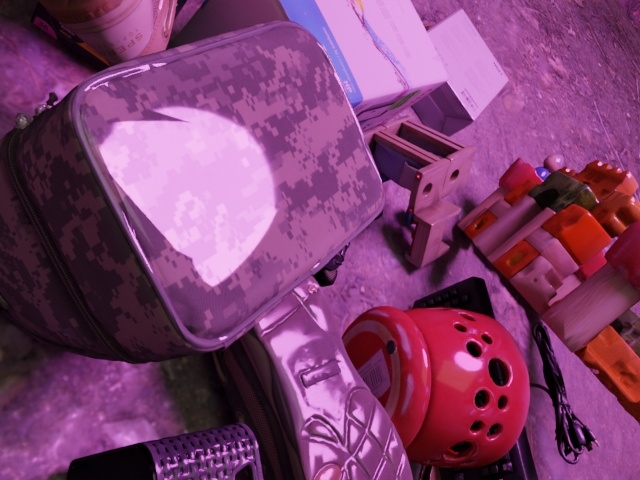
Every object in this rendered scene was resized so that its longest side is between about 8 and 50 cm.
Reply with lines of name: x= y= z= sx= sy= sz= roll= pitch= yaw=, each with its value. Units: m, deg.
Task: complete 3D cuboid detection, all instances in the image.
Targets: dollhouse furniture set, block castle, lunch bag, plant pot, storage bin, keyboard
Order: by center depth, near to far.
storage bin: x=-0.124 y=0.219 z=0.453 sx=0.084 sy=0.180 sz=0.122 roll=3 pitch=68 yaw=-42
lunch bag: x=-0.133 y=-0.037 z=0.520 sx=0.305 sy=0.256 sz=0.213 roll=-41 pitch=108 yaw=-46
plant pot: x=0.117 y=0.167 z=0.695 sx=0.174 sy=0.191 sz=0.191 roll=15 pitch=60 yaw=-29
keyboard: x=0.221 y=0.192 z=0.743 sx=0.033 sy=0.201 sz=0.317 roll=29 pitch=44 yaw=-46
block castle: x=0.407 y=0.047 z=0.853 sx=0.303 sy=0.213 sz=0.453 roll=44 pitch=12 yaw=-15
dollhouse furniture set: x=0.122 y=-0.064 z=0.869 sx=0.129 sy=0.184 sz=0.129 roll=-26 pitch=47 yaw=-36

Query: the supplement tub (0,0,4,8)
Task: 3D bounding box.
supplement tub: x=-0.332 y=-0.266 z=0.491 sx=0.144 sy=0.199 sz=0.144 roll=20 pitch=57 yaw=-34

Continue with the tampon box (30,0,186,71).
tampon box: x=-0.224 y=-0.284 z=0.668 sx=0.120 sy=0.101 sz=0.161 roll=35 pitch=51 yaw=-24

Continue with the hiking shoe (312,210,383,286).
hiking shoe: x=0.000 y=0.000 z=0.758 sx=0.227 sy=0.086 sz=0.114 roll=-16 pitch=95 yaw=-40

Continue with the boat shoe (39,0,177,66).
boat shoe: x=-0.188 y=-0.314 z=0.577 sx=0.110 sy=0.121 sz=0.341 roll=57 pitch=32 yaw=-60

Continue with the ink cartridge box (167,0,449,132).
ink cartridge box: x=-0.008 y=-0.232 z=0.768 sx=0.270 sy=0.198 sz=0.197 roll=-26 pitch=89 yaw=-45

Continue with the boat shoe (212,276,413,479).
boat shoe: x=-0.015 y=0.194 z=0.597 sx=0.132 sy=0.130 sz=0.355 roll=-5 pitch=67 yaw=-41

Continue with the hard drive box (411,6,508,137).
hard drive box: x=0.248 y=-0.321 z=1.120 sx=0.181 sy=0.089 sz=0.232 roll=54 pitch=45 yaw=-8

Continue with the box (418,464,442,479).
box: x=0.219 y=0.339 z=0.816 sx=0.201 sy=0.021 sz=0.164 roll=40 pitch=48 yaw=-19
